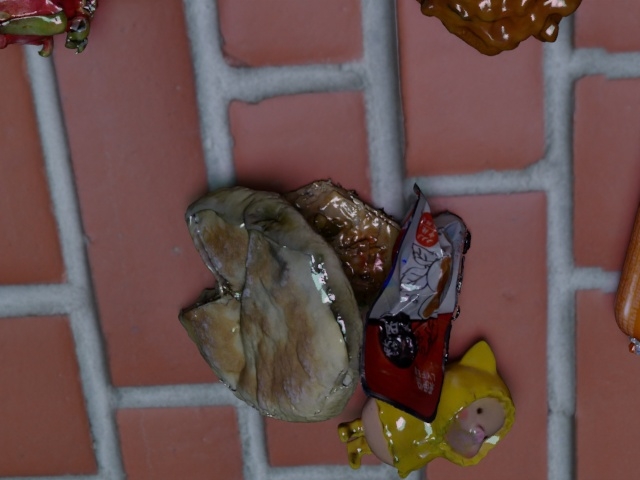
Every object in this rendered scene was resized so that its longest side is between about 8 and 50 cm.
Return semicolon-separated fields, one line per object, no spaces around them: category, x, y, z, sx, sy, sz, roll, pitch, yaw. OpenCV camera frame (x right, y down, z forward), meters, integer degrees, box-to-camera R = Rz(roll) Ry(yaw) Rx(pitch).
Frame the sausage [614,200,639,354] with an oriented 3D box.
sausage;0.428;0.003;1.385;0.093;0.093;0.312;8;112;1

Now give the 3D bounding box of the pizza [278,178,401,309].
pizza;0.000;0.000;1.431;0.226;0.069;0.147;33;113;-8

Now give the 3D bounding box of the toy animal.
toy animal;0.138;0.234;1.482;0.230;0.156;0.156;-17;110;0

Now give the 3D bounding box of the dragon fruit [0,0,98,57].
dragon fruit;-0.351;-0.285;1.303;0.172;0.160;0.166;9;89;1

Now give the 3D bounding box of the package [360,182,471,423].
package;0.116;0.075;1.359;0.194;0.071;0.269;26;75;-44

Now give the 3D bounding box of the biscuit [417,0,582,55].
biscuit;0.190;-0.379;1.242;0.312;0.110;0.318;31;111;-9

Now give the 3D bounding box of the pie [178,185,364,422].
pie;-0.062;0.094;1.396;0.338;0.075;0.337;25;130;35
